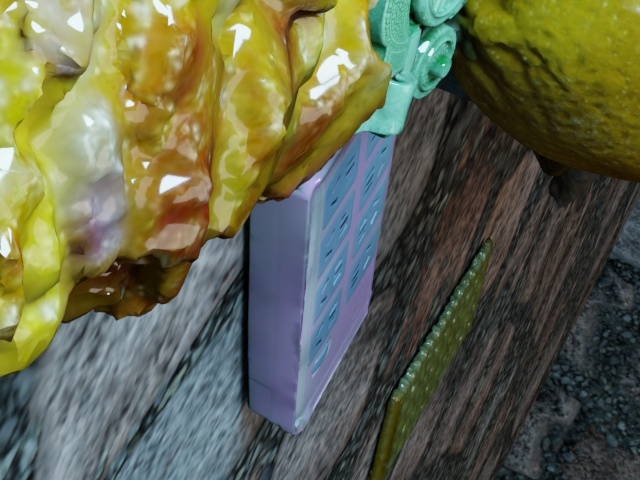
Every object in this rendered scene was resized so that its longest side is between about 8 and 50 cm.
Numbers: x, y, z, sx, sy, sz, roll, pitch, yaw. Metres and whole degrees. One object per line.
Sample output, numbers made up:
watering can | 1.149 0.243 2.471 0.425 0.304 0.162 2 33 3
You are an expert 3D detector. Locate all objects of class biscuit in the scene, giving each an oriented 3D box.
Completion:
biscuit | 0.105 0.113 1.673 0.231 0.016 0.139 -55 163 -42

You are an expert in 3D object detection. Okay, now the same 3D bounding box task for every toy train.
toy train | 0.028 -0.122 0.767 0.104 0.071 0.178 -37 149 -50

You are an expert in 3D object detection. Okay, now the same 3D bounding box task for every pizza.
pizza | -0.040 -0.097 0.453 0.409 0.114 0.278 -57 160 -26

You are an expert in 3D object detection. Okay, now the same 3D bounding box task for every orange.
orange | 0.174 -0.149 0.892 0.264 0.264 0.264 -60 167 -24

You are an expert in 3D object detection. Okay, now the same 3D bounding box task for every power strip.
power strip | 0.000 0.000 0.950 0.109 0.037 0.279 -59 166 -30

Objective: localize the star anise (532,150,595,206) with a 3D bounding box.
star anise | 0.216 -0.173 1.388 0.292 0.109 0.349 62 43 -66

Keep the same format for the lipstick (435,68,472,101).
lipstick | 0.150 -0.215 1.104 0.317 0.068 0.066 -58 163 -33
